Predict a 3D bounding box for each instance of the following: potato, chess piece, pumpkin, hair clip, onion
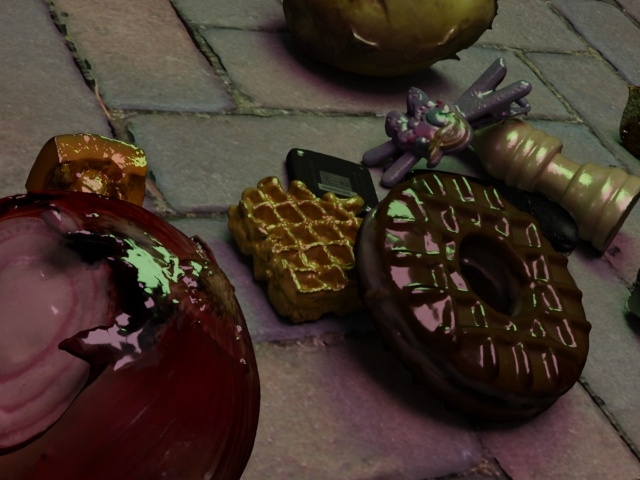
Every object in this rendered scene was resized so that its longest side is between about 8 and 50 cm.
[{"bbox_3d":[0.092,-0.358,1.981,0.289,0.301,0.237,8,46,35],"label":"potato"},{"bbox_3d":[0.321,-0.111,1.895,0.307,0.124,0.139,31,72,15],"label":"chess piece"},{"bbox_3d":[-0.237,0.016,1.371,0.131,0.126,0.248,7,57,-37],"label":"pumpkin"},{"bbox_3d":[0.186,-0.179,1.825,0.278,0.090,0.137,-27,60,-20],"label":"hair clip"},{"bbox_3d":[-0.196,0.121,1.086,0.341,0.341,0.341,17,35,-12],"label":"onion"}]

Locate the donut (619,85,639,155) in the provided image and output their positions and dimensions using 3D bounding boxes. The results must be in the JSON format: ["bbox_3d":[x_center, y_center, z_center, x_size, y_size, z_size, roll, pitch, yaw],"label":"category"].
[{"bbox_3d":[0.635,-0.144,2.128,0.151,0.112,0.295,-12,50,-45],"label":"donut"}]

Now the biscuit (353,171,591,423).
[{"bbox_3d":[0.186,0.063,1.517,0.332,0.103,0.332,23,44,-24],"label":"biscuit"}]

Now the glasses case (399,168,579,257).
[{"bbox_3d":[0.234,-0.036,1.758,0.267,0.067,0.103,14,39,-15],"label":"glasses case"}]

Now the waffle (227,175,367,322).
[{"bbox_3d":[0.000,-0.001,1.582,0.229,0.057,0.219,-5,46,-39],"label":"waffle"}]

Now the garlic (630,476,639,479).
[{"bbox_3d":[0.339,0.323,1.280,0.207,0.207,0.257,40,36,20],"label":"garlic"}]

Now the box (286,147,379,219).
[{"bbox_3d":[0.017,-0.076,1.720,0.126,0.027,0.125,12,36,-19],"label":"box"}]

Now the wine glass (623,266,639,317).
[{"bbox_3d":[0.552,0.095,1.746,0.241,0.126,0.126,22,34,-10],"label":"wine glass"}]
